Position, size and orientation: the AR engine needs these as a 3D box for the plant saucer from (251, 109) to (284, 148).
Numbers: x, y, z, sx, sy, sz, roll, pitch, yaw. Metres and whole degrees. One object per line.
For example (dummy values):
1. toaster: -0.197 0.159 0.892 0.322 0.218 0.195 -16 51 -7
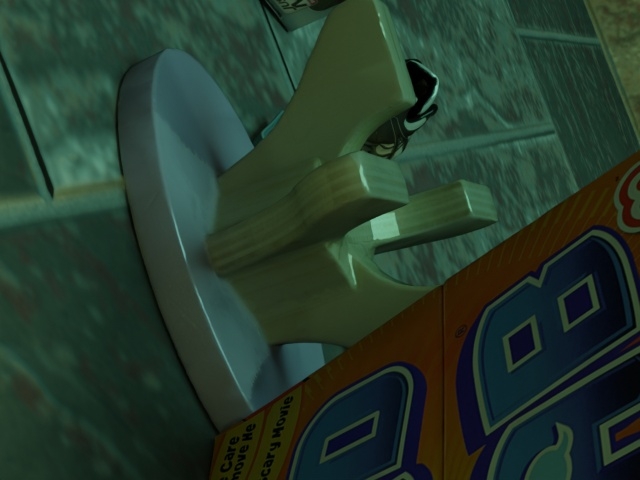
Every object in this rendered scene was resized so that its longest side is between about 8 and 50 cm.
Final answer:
1. plant saucer: 0.000 0.000 1.159 0.192 0.018 0.067 63 20 -12

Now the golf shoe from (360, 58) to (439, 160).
1. golf shoe: 0.066 -0.111 1.335 0.077 0.094 0.198 66 18 -3

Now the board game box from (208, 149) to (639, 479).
1. board game box: 0.175 0.233 0.759 0.356 0.356 0.356 41 30 -24

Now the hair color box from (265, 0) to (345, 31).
1. hair color box: -0.042 -0.381 1.300 0.185 0.113 0.374 43 33 -51

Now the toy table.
1. toy table: -0.001 -0.008 0.954 0.274 0.161 0.252 69 20 -1
